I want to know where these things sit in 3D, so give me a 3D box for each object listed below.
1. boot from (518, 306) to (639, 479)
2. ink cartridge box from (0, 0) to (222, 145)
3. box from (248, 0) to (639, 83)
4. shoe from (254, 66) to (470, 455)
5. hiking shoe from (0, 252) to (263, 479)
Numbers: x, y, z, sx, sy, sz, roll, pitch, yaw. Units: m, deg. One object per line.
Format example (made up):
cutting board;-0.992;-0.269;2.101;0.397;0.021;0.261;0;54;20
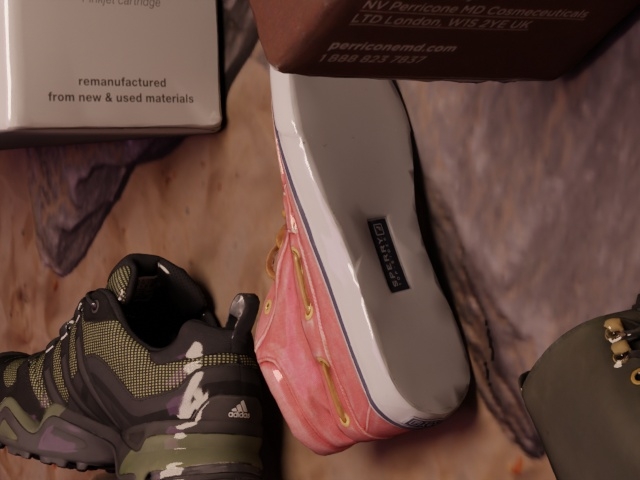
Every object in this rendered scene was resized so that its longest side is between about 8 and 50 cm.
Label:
boot;0.128;0.060;0.518;0.198;0.077;0.137;-47;50;45
ink cartridge box;-0.169;-0.203;0.857;0.223;0.129;0.307;0;92;50
box;0.097;-0.224;0.478;0.381;0.143;0.191;-45;56;45
shoe;0.000;0.000;0.700;0.081;0.063;0.178;-29;74;47
hiking shoe;-0.097;0.064;0.850;0.227;0.086;0.114;7;85;50
